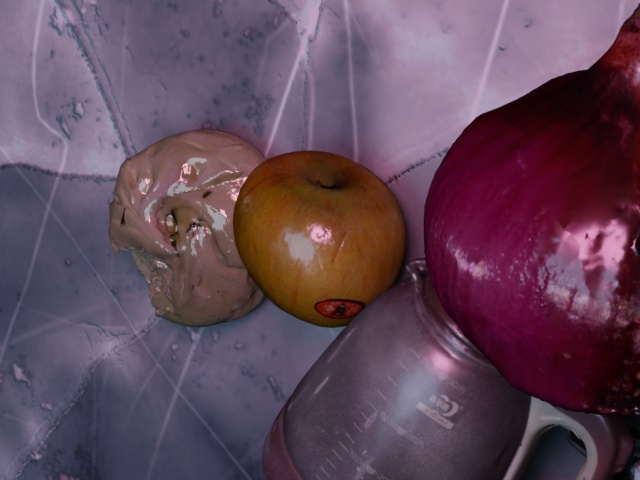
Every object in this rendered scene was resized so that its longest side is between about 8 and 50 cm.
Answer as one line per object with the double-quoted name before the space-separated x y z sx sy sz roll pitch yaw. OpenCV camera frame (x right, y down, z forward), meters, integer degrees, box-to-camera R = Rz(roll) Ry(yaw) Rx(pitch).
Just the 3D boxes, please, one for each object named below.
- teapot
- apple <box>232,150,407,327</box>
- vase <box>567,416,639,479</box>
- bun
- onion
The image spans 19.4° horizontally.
"teapot" 0.138 0.181 1.824 0.315 0.233 0.312 40 126 11
"apple" 0.000 0.000 1.904 0.182 0.182 0.155 29 129 25
"vase" 0.335 0.243 1.818 0.211 0.060 0.060 43 124 17
"bun" -0.144 -0.010 2.034 0.210 0.116 0.237 29 118 25
"onion" 0.268 -0.050 1.607 0.348 0.348 0.385 23 120 27
